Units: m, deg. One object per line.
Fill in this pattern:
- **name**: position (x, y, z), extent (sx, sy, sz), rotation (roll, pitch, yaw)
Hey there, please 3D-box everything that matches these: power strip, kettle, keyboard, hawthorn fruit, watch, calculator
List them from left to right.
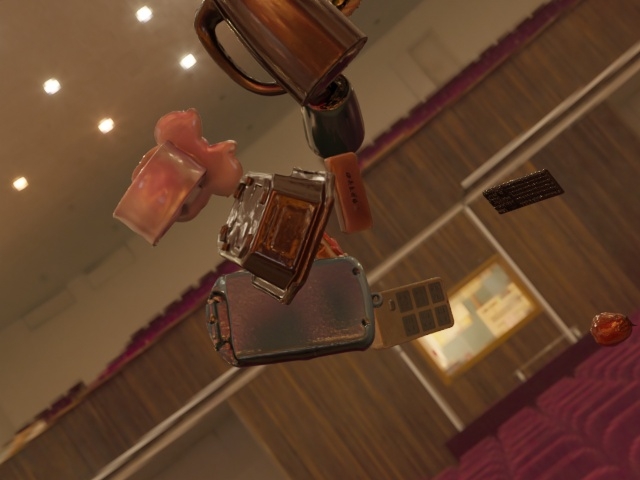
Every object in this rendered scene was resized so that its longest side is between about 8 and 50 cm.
- **watch**: position (-0.291, -0.110, 2.130), extent (0.248, 0.211, 0.217), rotation (-50, 7, 21)
- **kettle**: position (-0.072, -0.325, 1.650), extent (0.202, 0.232, 0.144), rotation (-46, -2, 27)
- **calculator**: position (-0.042, 0.114, 1.744), extent (0.293, 0.173, 0.051), rotation (-8, -25, -5)
- **power strip**: position (0.187, 0.156, 2.297), extent (0.270, 0.118, 0.046), rotation (-11, -2, -43)
- **keyboard**: position (0.384, -0.092, 2.037), extent (0.013, 0.061, 0.204), rotation (-47, 11, -25)
- **hawthorn fruit**: position (0.648, 0.192, 2.354), extent (0.093, 0.081, 0.081), rotation (-32, -8, 35)

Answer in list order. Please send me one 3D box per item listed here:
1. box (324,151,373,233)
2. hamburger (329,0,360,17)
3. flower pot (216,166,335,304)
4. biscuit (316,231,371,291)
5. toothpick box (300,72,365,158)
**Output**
- **box**: position (0.041, -0.068, 1.543), extent (0.048, 0.115, 0.025), rotation (-15, 3, -26)
- **hamburger**: position (-0.022, -0.625, 2.493), extent (0.302, 0.302, 0.170), rotation (-41, -39, 13)
- **flower pot**: position (-0.071, -0.022, 1.413), extent (0.179, 0.084, 0.251), rotation (-71, 18, -1)
- **biscuit**: position (0.000, 0.000, 2.217), extent (0.047, 0.339, 0.216), rotation (-43, 25, 7)
- **toothpick box**: position (0.020, -0.247, 2.075), extent (0.120, 0.120, 0.184), rotation (-36, -25, -8)
